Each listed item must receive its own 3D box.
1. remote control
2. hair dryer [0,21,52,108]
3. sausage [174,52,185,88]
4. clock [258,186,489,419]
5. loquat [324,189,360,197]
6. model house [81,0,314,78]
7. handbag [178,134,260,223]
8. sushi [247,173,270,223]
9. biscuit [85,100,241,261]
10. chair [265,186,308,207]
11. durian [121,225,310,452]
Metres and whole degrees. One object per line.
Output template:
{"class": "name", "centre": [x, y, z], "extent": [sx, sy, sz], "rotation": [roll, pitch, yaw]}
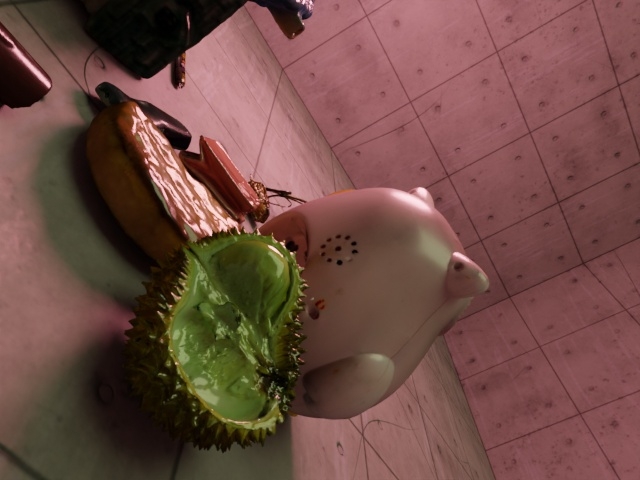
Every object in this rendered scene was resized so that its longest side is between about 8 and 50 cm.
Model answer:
{"class": "remote control", "centre": [-0.282, -0.198, 0.838], "extent": [0.072, 0.042, 0.222], "rotation": [49, 8, 14]}
{"class": "hair dryer", "centre": [-0.364, -0.143, 0.388], "extent": [0.312, 0.123, 0.340], "rotation": [61, 19, -55]}
{"class": "sausage", "centre": [-0.320, -0.401, 1.160], "extent": [0.028, 0.025, 0.198], "rotation": [46, 21, -41]}
{"class": "clock", "centre": [0.034, 0.071, 0.785], "extent": [0.250, 0.377, 0.368], "rotation": [47, 15, -33]}
{"class": "loquat", "centre": [0.085, -0.015, 1.417], "extent": [0.263, 0.263, 0.263], "rotation": [56, 14, -23]}
{"class": "model house", "centre": [-0.213, -0.505, 0.856], "extent": [0.400, 0.445, 0.395], "rotation": [60, 12, -10]}
{"class": "handbag", "centre": [-0.175, -0.109, 0.917], "extent": [0.157, 0.059, 0.212], "rotation": [52, 1, -10]}
{"class": "sushi", "centre": [-0.141, -0.091, 1.131], "extent": [0.118, 0.061, 0.060], "rotation": [59, -12, 13]}
{"class": "biscuit", "centre": [-0.219, -0.056, 0.706], "extent": [0.274, 0.091, 0.213], "rotation": [57, 11, -25]}
{"class": "chair", "centre": [0.000, 0.000, 1.224], "extent": [0.160, 0.326, 0.170], "rotation": [95, 12, -86]}
{"class": "durian", "centre": [-0.110, 0.112, 0.558], "extent": [0.200, 0.176, 0.237], "rotation": [9, 53, -15]}
